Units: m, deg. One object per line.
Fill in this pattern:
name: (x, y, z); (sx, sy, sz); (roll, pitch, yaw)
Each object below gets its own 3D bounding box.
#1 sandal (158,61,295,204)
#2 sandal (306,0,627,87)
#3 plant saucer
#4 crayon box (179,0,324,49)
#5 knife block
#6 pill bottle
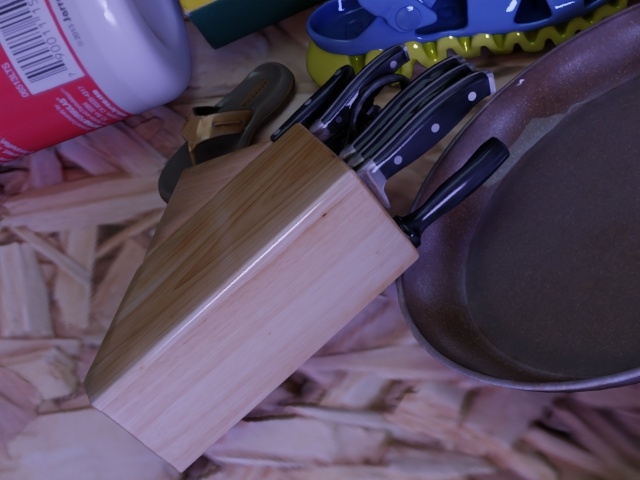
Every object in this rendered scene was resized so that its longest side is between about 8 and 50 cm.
sandal: (-0.086, -0.101, 0.787); (0.072, 0.049, 0.180); (14, 57, 35)
sandal: (0.124, -0.224, 0.740); (0.317, 0.138, 0.126); (-17, 43, 8)
plant saucer: (0.183, -0.032, 0.539); (0.310, 0.050, 0.311); (-31, 31, 21)
crayon box: (-0.032, -0.420, 0.890); (0.313, 0.106, 0.363); (-21, 78, 7)
knife block: (0.000, 0.000, 0.585); (0.242, 0.088, 0.276); (-14, 42, 35)
pill bottle: (-0.348, -0.177, 0.856); (0.407, 0.229, 0.229); (-18, 44, 10)
